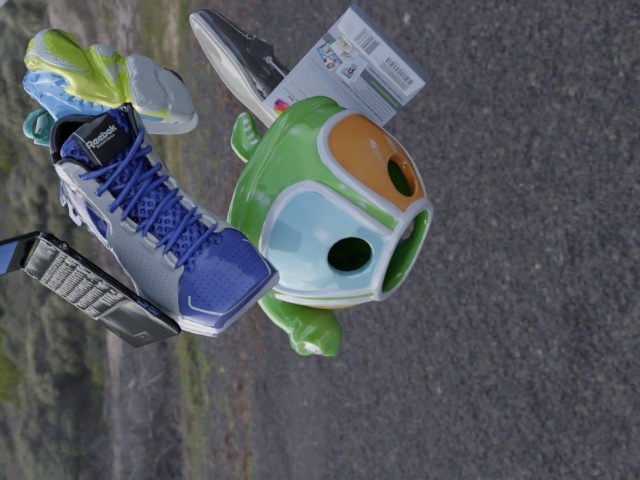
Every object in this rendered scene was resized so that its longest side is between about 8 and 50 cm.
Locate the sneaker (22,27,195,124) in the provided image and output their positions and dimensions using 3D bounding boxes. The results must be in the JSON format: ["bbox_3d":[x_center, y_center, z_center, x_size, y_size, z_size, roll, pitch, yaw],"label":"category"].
[{"bbox_3d":[-0.302,-0.206,1.197,0.126,0.240,0.091,-40,37,41],"label":"sneaker"}]

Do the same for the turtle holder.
[{"bbox_3d":[-0.004,-0.006,1.063,0.227,0.243,0.320,29,95,19],"label":"turtle holder"}]

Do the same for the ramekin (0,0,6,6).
[{"bbox_3d":[-0.655,-0.463,1.404,0.135,0.277,0.277,61,152,9],"label":"ramekin"}]

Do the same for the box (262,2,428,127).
[{"bbox_3d":[0.033,-0.207,1.176,0.186,0.145,0.038,-44,7,26],"label":"box"}]

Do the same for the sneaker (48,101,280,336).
[{"bbox_3d":[-0.200,-0.039,0.927,0.315,0.127,0.182,38,160,22],"label":"sneaker"}]

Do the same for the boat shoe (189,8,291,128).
[{"bbox_3d":[-0.071,-0.244,1.358,0.335,0.095,0.112,50,165,-8],"label":"boat shoe"}]

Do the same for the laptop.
[{"bbox_3d":[-0.315,0.081,0.913,0.136,0.264,0.234,-57,14,-21],"label":"laptop"}]

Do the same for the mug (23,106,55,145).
[{"bbox_3d":[-0.498,-0.228,1.690,0.158,0.129,0.097,-94,16,-88],"label":"mug"}]

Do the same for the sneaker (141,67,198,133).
[{"bbox_3d":[-0.420,-0.312,1.851,0.147,0.296,0.104,-107,29,-41],"label":"sneaker"}]
